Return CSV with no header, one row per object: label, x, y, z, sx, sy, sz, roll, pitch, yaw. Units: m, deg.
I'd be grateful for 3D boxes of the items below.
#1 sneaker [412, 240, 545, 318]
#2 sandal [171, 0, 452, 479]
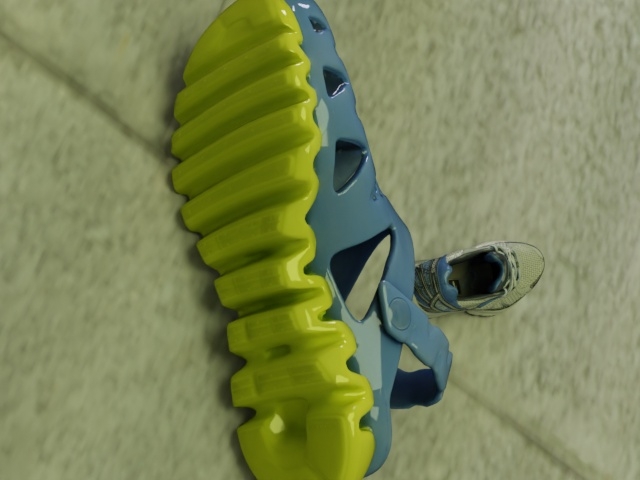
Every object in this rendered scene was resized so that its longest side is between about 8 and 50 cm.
sneaker,0.114,0.026,1.310,0.135,0.058,0.052,-14,86,-42
sandal,0.000,0.000,1.192,0.138,0.126,0.317,-11,92,-45
